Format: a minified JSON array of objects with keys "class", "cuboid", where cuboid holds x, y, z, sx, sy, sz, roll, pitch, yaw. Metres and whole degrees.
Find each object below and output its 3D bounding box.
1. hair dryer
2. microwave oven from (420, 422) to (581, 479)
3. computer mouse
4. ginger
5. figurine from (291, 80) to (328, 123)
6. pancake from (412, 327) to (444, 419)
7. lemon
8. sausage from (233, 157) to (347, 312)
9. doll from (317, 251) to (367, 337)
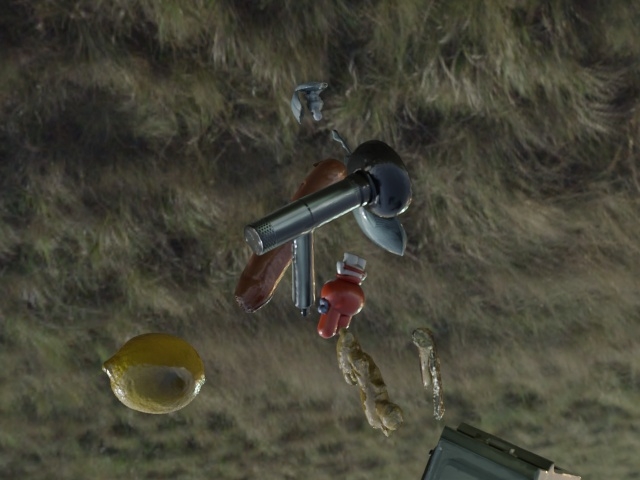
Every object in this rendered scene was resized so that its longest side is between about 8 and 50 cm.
[{"class":"hair dryer","cuboid":[0.003,-0.016,1.348,0.320,0.155,0.284,-32,155,-21]},{"class":"microwave oven","cuboid":[0.332,0.530,1.370,0.218,0.286,0.355,19,173,36]},{"class":"computer mouse","cuboid":[0.109,-0.117,1.828,0.090,0.379,0.167,-30,179,-4]},{"class":"ginger","cuboid":[0.071,0.237,1.195,0.053,0.176,0.193,-24,-175,-18]},{"class":"figurine","cuboid":[-0.022,-0.297,1.515,0.082,0.086,0.094,-4,178,4]},{"class":"pancake","cuboid":[0.276,0.322,1.770,0.056,0.257,0.212,-7,-173,10]},{"class":"lemon","cuboid":[-0.379,0.309,1.622,0.257,0.188,0.188,13,144,-33]},{"class":"sausage","cuboid":[-0.068,-0.018,1.590,0.094,0.419,0.094,36,162,-9]},{"class":"doll","cuboid":[0.073,0.187,2.294,0.130,0.290,0.161,11,169,46]}]
